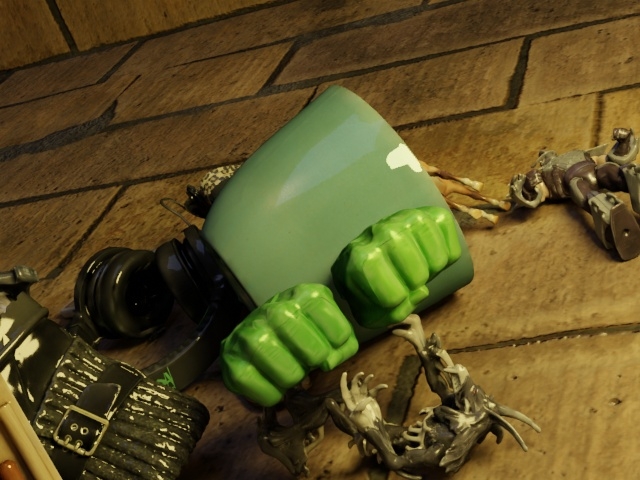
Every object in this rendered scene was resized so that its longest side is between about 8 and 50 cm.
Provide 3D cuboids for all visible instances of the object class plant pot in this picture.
[{"bbox_3d":[0.000,0.000,1.318,0.235,0.293,0.293,-35,28,-8],"label":"plant pot"}]

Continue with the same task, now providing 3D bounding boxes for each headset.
[{"bbox_3d":[-0.200,0.076,1.516,0.243,0.185,0.394,-14,41,23],"label":"headset"}]

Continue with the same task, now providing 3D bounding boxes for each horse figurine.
[{"bbox_3d":[0.145,-0.065,1.458,0.174,0.066,0.263,18,2,22],"label":"horse figurine"}]

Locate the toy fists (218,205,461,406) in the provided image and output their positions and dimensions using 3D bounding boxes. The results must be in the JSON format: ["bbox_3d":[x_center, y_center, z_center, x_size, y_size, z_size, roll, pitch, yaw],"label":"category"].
[{"bbox_3d":[0.020,0.063,1.090,0.279,0.096,0.142,-34,-3,-14],"label":"toy fists"}]

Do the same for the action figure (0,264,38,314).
[{"bbox_3d":[-0.476,0.192,1.398,0.330,0.178,0.341,-12,-27,-42],"label":"action figure"}]

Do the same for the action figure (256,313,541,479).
[{"bbox_3d":[0.071,0.163,1.101,0.276,0.141,0.164,-8,17,27],"label":"action figure"}]

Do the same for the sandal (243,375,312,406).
[{"bbox_3d":[-0.076,0.150,1.329,0.072,0.049,0.180,-30,27,-19],"label":"sandal"}]

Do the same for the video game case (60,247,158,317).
[{"bbox_3d":[-0.302,0.061,1.668,0.143,0.019,0.157,-12,24,46],"label":"video game case"}]

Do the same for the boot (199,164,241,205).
[{"bbox_3d":[-0.041,-0.049,1.548,0.236,0.085,0.178,-5,30,-27],"label":"boot"}]

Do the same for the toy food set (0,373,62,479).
[{"bbox_3d":[-0.327,0.280,0.990,0.220,0.306,0.092,-30,7,-17],"label":"toy food set"}]

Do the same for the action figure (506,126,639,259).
[{"bbox_3d":[0.349,-0.078,1.415,0.185,0.099,0.285,-33,23,-4],"label":"action figure"}]

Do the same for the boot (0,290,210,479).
[{"bbox_3d":[-0.296,0.248,1.122,0.348,0.260,0.131,-55,6,-23],"label":"boot"}]
